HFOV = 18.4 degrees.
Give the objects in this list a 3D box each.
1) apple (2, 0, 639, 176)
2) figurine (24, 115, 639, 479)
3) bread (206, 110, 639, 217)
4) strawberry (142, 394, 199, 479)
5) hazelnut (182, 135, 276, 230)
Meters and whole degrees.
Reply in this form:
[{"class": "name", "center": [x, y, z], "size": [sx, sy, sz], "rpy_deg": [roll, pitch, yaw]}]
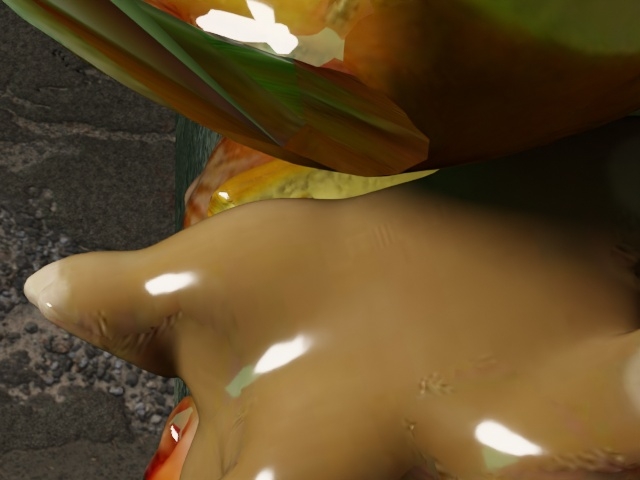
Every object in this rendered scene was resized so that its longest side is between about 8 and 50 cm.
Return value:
[{"class": "apple", "center": [0.030, -0.205, 0.534], "size": [0.384, 0.374, 0.374], "rpy_deg": [100, 172, -72]}, {"class": "figurine", "center": [0.061, 0.064, 0.649], "size": [0.173, 0.247, 0.177], "rpy_deg": [70, 175, -57]}, {"class": "bread", "center": [0.064, -0.038, 0.748], "size": [0.088, 0.226, 0.049], "rpy_deg": [151, 97, -77]}, {"class": "strawberry", "center": [0.060, 0.146, 0.866], "size": [0.265, 0.149, 0.336], "rpy_deg": [-42, 32, -2]}, {"class": "hazelnut", "center": [0.000, 0.000, 1.228], "size": [0.182, 0.182, 0.182], "rpy_deg": [-175, 90, -80]}]
